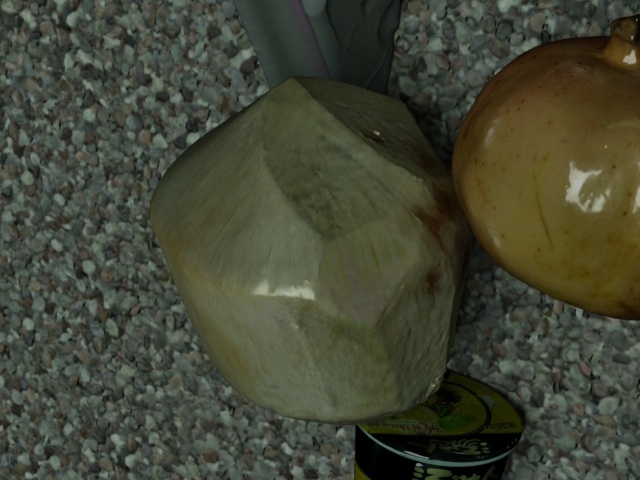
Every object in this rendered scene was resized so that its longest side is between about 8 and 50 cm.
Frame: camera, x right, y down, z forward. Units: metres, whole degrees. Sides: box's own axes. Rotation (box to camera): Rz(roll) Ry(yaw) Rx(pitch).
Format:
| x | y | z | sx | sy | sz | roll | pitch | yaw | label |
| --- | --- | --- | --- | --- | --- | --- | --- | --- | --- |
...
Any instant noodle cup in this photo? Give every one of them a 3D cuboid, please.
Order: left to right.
| x | y | z | sx | sy | sz | roll | pitch | yaw | label |
| --- | --- | --- | --- | --- | --- | --- | --- | --- | --- |
| 0.124 | 0.303 | 1.821 | 0.215 | 0.215 | 0.236 | 20 | 117 | 23 | instant noodle cup |

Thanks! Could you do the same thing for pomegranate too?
| x | y | z | sx | sy | sz | roll | pitch | yaw | label |
| --- | --- | --- | --- | --- | --- | --- | --- | --- | --- |
| 0.312 | -0.086 | 1.560 | 0.338 | 0.338 | 0.338 | 6 | 103 | 26 | pomegranate |

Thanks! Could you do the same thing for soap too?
| x | y | z | sx | sy | sz | roll | pitch | yaw | label |
| --- | --- | --- | --- | --- | --- | --- | --- | --- | --- |
| 0.026 | -0.316 | 1.821 | 0.159 | 0.258 | 0.302 | 17 | 152 | 23 | soap |

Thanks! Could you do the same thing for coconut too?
| x | y | z | sx | sy | sz | roll | pitch | yaw | label |
| --- | --- | --- | --- | --- | --- | --- | --- | --- | --- |
| 0.000 | 0.000 | 1.686 | 0.344 | 0.415 | 0.415 | -23 | 89 | -12 | coconut |
